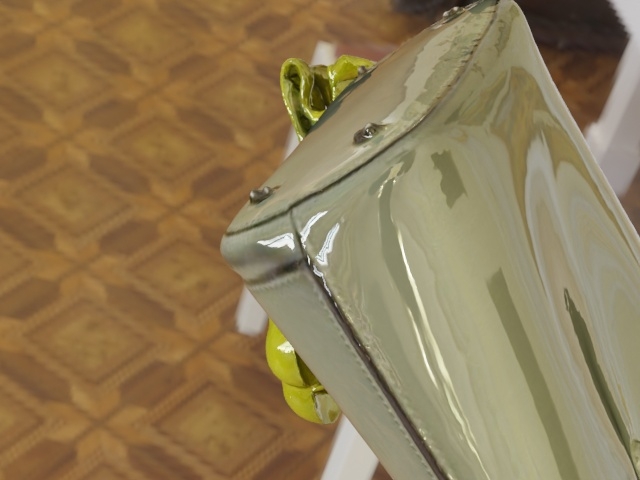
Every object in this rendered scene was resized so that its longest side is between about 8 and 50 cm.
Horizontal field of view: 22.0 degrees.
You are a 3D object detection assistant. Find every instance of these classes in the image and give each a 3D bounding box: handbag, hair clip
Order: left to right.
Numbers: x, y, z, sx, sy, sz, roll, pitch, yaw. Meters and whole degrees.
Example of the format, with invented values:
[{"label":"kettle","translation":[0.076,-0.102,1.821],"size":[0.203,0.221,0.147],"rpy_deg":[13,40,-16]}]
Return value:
[{"label":"hair clip","translation":[0.000,0.000,0.779],"size":[0.046,0.173,0.072],"rpy_deg":[3,1,24]},{"label":"handbag","translation":[0.108,0.065,0.659],"size":[0.315,0.109,0.241],"rpy_deg":[52,32,-10]}]
